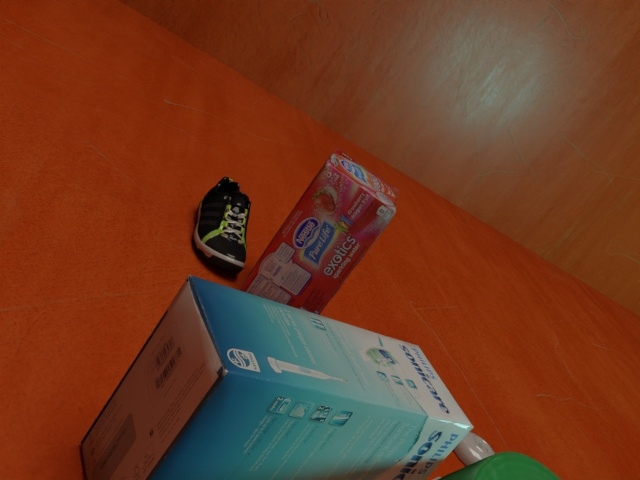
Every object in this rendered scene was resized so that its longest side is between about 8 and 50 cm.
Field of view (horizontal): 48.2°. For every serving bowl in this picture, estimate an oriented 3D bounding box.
[{"bbox_3d":[0.244,0.327,1.111,0.083,0.027,0.083,32,19,-13],"label":"serving bowl"}]

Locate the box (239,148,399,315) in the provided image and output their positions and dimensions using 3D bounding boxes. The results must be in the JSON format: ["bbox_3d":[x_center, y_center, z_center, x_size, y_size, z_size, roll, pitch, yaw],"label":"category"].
[{"bbox_3d":[0.000,0.000,1.124,0.128,0.257,0.123,34,20,-4],"label":"box"}]

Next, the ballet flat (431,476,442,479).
[{"bbox_3d":[0.169,0.347,0.855,0.280,0.095,0.096,38,6,-25],"label":"ballet flat"}]

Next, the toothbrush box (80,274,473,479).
[{"bbox_3d":[-0.038,0.185,0.680,0.295,0.216,0.126,21,24,-35],"label":"toothbrush box"}]

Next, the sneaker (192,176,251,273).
[{"bbox_3d":[-0.160,-0.039,1.193,0.084,0.097,0.235,24,22,-28],"label":"sneaker"}]

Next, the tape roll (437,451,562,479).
[{"bbox_3d":[0.217,0.377,0.706,0.321,0.077,0.321,35,35,-29],"label":"tape roll"}]
